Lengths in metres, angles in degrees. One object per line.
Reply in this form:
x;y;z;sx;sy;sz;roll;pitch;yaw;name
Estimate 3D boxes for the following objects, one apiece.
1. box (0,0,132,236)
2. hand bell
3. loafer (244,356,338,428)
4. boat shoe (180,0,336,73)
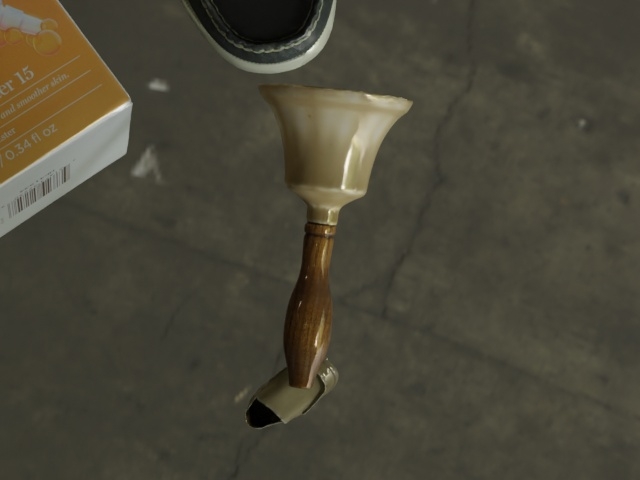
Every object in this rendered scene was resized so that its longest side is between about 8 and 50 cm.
-0.359;-0.180;1.373;0.215;0.168;0.345;-36;84;-15;box
0.000;0.000;1.218;0.126;0.242;0.126;6;2;0;hand bell
-0.032;0.163;1.578;0.056;0.148;0.050;41;49;-2;loafer
-0.045;-0.184;0.616;0.084;0.233;0.079;-11;1;3;boat shoe
